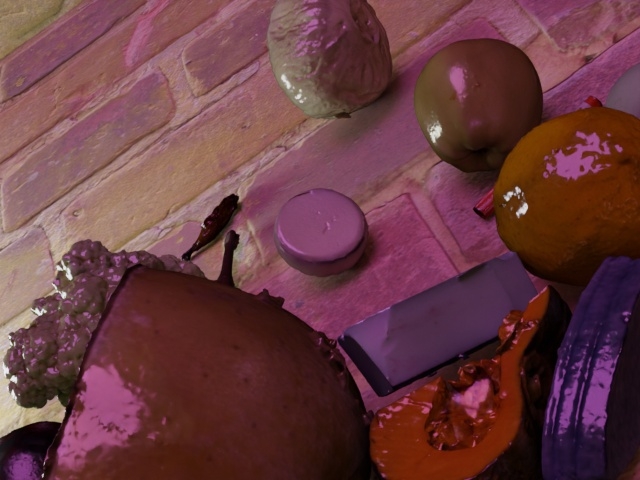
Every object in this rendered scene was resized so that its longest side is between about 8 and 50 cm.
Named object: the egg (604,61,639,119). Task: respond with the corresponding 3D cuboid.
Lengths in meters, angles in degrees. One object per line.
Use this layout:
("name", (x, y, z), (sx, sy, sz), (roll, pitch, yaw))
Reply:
("egg", (0.438, -0.157, 1.468), (0.149, 0.149, 0.192), (-48, 32, -17))

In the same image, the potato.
("potato", (-0.111, 0.270, 1.326), (0.319, 0.385, 0.442), (14, 60, 8))

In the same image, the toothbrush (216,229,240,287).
("toothbrush", (-0.149, 0.104, 1.800), (0.041, 0.041, 0.364), (-24, 35, 19))

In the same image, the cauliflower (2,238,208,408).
("cauliflower", (-0.313, 0.129, 1.692), (0.327, 0.260, 0.281), (-25, 18, -37))

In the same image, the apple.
("apple", (0.223, -0.193, 1.690), (0.200, 0.200, 0.200), (-25, 35, 19))

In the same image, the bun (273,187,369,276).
("bun", (0.000, 0.000, 1.744), (0.138, 0.094, 0.138), (1, 57, -2))

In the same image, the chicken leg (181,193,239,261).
("chicken leg", (-0.183, -0.024, 1.997), (0.145, 0.037, 0.062), (-56, 15, -28))

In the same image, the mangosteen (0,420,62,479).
("mangosteen", (-0.346, 0.329, 1.562), (0.210, 0.210, 0.210), (-25, 35, 19))

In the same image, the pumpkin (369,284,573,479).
("pumpkin", (0.169, 0.196, 1.296), (0.190, 0.139, 0.280), (-9, 40, 36))

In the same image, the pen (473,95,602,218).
("pen", (0.303, -0.116, 1.658), (0.239, 0.028, 0.028), (-43, 33, -10))

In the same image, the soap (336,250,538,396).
("soap", (0.137, 0.102, 1.382), (0.230, 0.091, 0.145), (-26, -9, -14))

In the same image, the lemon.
("lemon", (0.309, -0.049, 1.400), (0.204, 0.204, 0.260), (-57, 2, -29))

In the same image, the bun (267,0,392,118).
("bun", (0.022, -0.317, 1.970), (0.153, 0.244, 0.244), (-26, 30, 49))

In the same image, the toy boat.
("toy boat", (0.299, 0.142, 1.250), (0.078, 0.127, 0.283), (0, 45, 34))
